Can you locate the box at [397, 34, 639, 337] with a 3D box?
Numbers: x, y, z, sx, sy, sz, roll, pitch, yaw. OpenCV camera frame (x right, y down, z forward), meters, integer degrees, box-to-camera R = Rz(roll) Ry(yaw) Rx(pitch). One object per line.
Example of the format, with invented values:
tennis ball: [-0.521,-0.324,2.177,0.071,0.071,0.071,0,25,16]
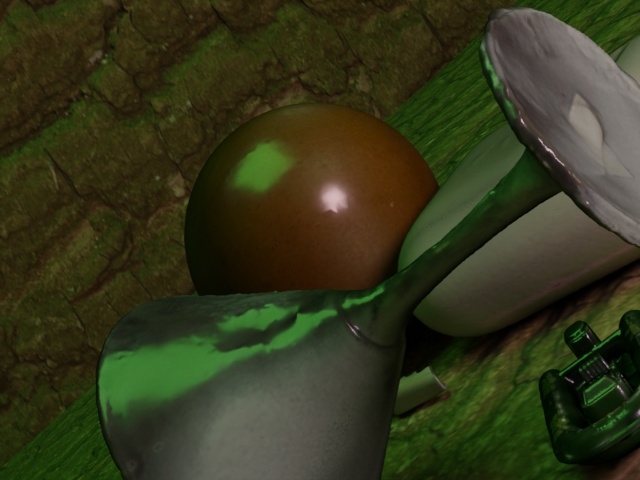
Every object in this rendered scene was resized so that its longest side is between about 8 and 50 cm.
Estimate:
box: [0.238,-0.055,1.345,0.349,0.141,0.289,-34,9,40]

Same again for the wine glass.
wine glass: [0.057,0.037,1.026,0.406,0.267,0.267,-44,5,30]

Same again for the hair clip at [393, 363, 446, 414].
hair clip: [0.057,0.153,1.404,0.072,0.034,0.226,-44,10,-17]

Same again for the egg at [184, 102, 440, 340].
egg: [0.000,0.000,1.549,0.282,0.282,0.351,-39,-21,3]

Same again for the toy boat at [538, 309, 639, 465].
toy boat: [0.197,0.103,0.985,0.104,0.052,0.210,-35,8,12]
